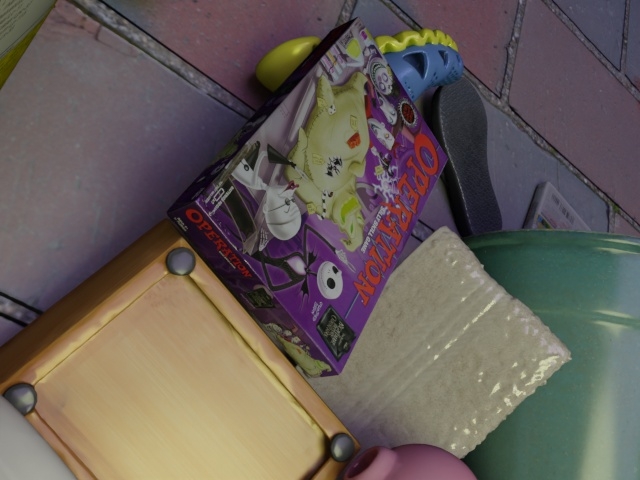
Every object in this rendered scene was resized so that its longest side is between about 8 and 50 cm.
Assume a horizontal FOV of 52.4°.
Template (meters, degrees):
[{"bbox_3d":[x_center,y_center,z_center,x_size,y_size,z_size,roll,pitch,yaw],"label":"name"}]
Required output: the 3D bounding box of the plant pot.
[{"bbox_3d":[0.291,0.198,0.778,0.341,0.341,0.334,20,73,-31],"label":"plant pot"}]

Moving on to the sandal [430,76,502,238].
[{"bbox_3d":[0.208,-0.118,0.979,0.097,0.054,0.254,-10,91,-32],"label":"sandal"}]

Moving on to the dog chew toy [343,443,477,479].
[{"bbox_3d":[0.139,0.310,0.541,0.332,0.206,0.206,50,52,-2],"label":"dog chew toy"}]

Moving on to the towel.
[{"bbox_3d":[0.091,0.145,0.670,0.187,0.282,0.049,47,5,15],"label":"towel"}]

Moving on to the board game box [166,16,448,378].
[{"bbox_3d":[0.016,-0.061,0.659,0.208,0.056,0.347,55,44,-25],"label":"board game box"}]

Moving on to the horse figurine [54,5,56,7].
[{"bbox_3d":[-0.386,-0.283,0.564,0.263,0.066,0.174,-9,78,-44],"label":"horse figurine"}]

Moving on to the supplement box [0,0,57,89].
[{"bbox_3d":[-0.281,-0.177,0.395,0.195,0.356,0.194,37,35,-23],"label":"supplement box"}]

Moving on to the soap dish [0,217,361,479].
[{"bbox_3d":[-0.119,0.154,0.555,0.229,0.118,0.291,-42,98,-25],"label":"soap dish"}]

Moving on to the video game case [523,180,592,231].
[{"bbox_3d":[0.417,0.046,1.096,0.227,0.026,0.206,43,54,-20],"label":"video game case"}]

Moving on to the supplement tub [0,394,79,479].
[{"bbox_3d":[-0.289,0.258,0.352,0.331,0.241,0.241,-37,99,-39],"label":"supplement tub"}]

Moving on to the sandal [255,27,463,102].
[{"bbox_3d":[0.067,-0.193,0.854,0.317,0.126,0.138,-18,91,-31],"label":"sandal"}]
